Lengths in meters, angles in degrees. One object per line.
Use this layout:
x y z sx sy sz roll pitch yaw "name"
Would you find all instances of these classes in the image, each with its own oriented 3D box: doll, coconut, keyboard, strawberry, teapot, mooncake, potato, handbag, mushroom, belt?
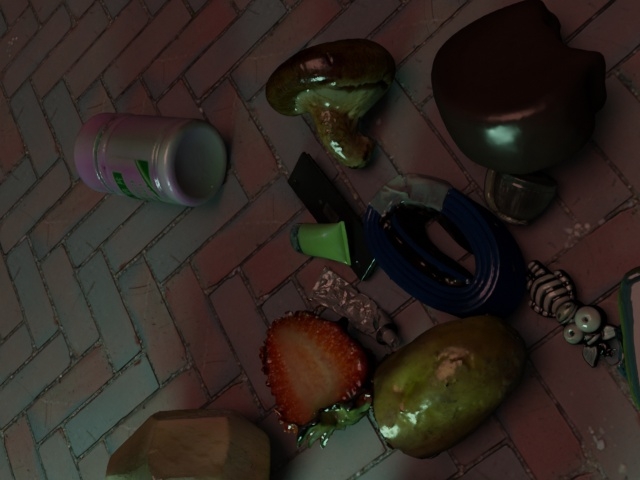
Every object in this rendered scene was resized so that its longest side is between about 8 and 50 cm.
0.438 0.123 1.493 0.219 0.067 0.091 49 114 30 "doll"
-0.272 0.505 1.732 0.353 0.353 0.352 -8 75 32 "coconut"
0.029 -0.054 1.808 0.317 0.027 0.106 54 134 30 "keyboard"
0.007 0.267 1.721 0.233 0.138 0.306 -36 42 9 "strawberry"
0.357 -0.087 1.573 0.149 0.111 0.108 27 114 27 "teapot"
0.362 -0.282 1.539 0.326 0.174 0.333 22 65 44 "mooncake"
0.244 0.239 1.500 0.266 0.229 0.229 -40 60 35 "potato"
0.583 0.162 1.285 0.222 0.241 0.262 -15 73 30 "handbag"
0.032 -0.312 1.755 0.267 0.267 0.254 -45 59 17 "mushroom"
0.232 0.012 1.598 0.212 0.117 0.347 -57 47 13 "belt"

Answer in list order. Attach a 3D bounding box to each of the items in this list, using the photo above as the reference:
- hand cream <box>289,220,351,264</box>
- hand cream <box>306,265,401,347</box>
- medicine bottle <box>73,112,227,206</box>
0.000 0.000 1.800 0.175 0.046 0.095 5 108 47 "hand cream"
0.076 0.145 1.738 0.257 0.050 0.084 33 96 40 "hand cream"
-0.411 -0.199 2.036 0.326 0.212 0.211 9 84 33 "medicine bottle"
